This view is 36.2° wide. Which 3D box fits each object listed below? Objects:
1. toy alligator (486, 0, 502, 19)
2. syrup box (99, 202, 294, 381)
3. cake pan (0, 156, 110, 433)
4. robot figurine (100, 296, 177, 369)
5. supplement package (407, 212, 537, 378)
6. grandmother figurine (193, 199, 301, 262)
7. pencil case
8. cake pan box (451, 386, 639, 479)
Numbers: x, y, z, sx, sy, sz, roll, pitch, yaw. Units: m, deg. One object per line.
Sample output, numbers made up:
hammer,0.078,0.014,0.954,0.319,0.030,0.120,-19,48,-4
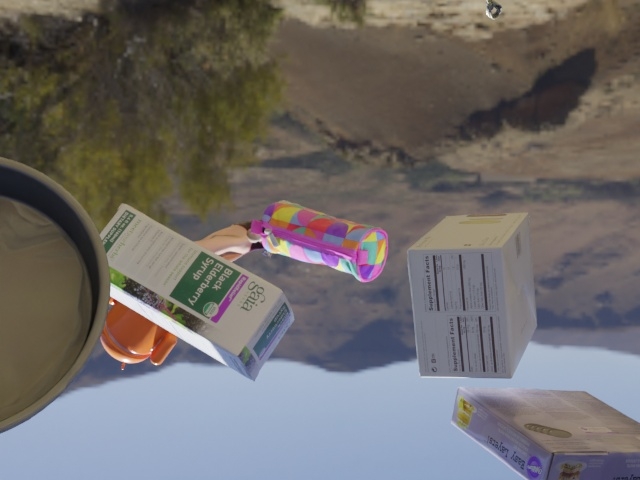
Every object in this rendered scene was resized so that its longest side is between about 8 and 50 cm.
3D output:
toy alligator,0.208,-0.386,1.331,0.056,0.190,0.051,-33,-134,-8
syrup box,-0.155,0.060,1.153,0.236,0.093,0.096,27,161,21
cake pan,-0.348,0.056,0.932,0.293,0.293,0.054,2,155,-9
robot figurine,-0.369,0.163,2.013,0.158,0.219,0.128,34,-155,-19
supplement package,0.247,0.079,1.555,0.145,0.204,0.262,-3,-168,21
grandmother figurine,-0.160,0.003,1.908,0.342,0.104,0.207,-19,-163,-36
pencil case,0.000,0.000,1.678,0.236,0.105,0.104,14,-175,34
cake pan box,0.367,0.289,1.451,0.266,0.070,0.245,5,-167,-27
